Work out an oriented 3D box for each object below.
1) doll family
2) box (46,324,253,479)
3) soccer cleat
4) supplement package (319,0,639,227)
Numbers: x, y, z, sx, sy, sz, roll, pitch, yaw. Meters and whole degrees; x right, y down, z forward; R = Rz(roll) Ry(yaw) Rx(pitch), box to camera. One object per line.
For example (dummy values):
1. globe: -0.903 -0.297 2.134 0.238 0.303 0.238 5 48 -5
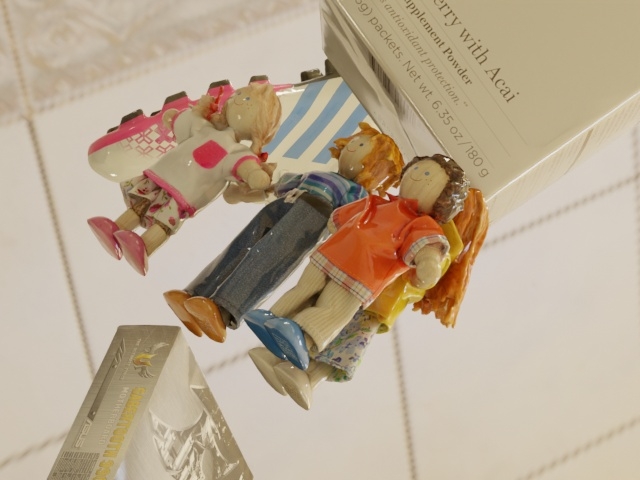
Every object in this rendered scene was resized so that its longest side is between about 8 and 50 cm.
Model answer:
1. doll family: 0.000 0.000 1.025 0.163 0.263 0.118 -43 129 -17
2. box: -0.132 0.204 1.311 0.183 0.056 0.231 70 30 -41
3. soccer cleat: -0.046 -0.080 1.666 0.331 0.116 0.143 -16 88 -25
4. supplement package: 0.165 -0.160 1.164 0.293 0.175 0.177 -35 82 -5
